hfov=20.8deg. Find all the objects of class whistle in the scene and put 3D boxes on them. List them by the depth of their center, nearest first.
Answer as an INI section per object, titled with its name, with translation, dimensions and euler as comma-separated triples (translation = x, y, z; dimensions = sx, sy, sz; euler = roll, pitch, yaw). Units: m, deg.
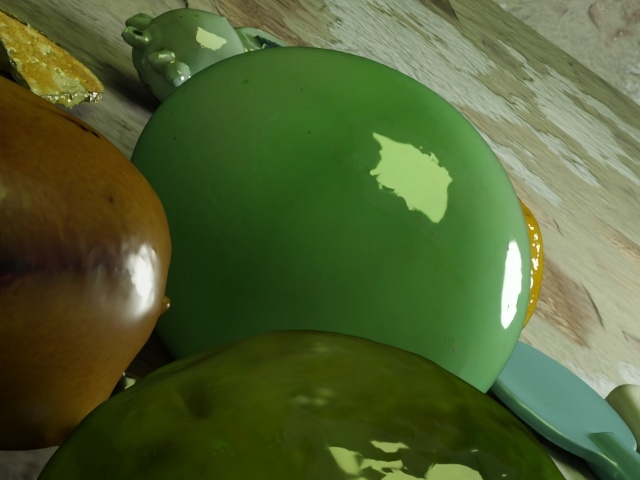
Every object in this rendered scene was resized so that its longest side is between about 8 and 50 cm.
[whistle]
translation = -0.064, -0.124, 1.420
dimensions = 0.244, 0.092, 0.110
euler = 20, 23, -40

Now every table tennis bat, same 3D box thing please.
[table tennis bat]
translation = 0.207, 0.149, 1.359
dimensions = 0.153, 0.040, 0.244
euler = 15, 25, -47

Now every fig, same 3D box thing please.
[fig]
translation = -0.036, 0.155, 0.696
dimensions = 0.233, 0.314, 0.233
euler = 10, 75, -42

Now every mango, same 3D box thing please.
[mango]
translation = -0.192, -0.005, 0.782
dimensions = 0.287, 0.152, 0.201
euler = 22, 33, -35

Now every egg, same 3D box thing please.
[egg]
translation = 0.000, 0.000, 1.020
dimensions = 0.220, 0.220, 0.269
euler = 16, 27, -50

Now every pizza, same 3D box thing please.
[pizza]
translation = -0.208, -0.122, 1.241
dimensions = 0.123, 0.026, 0.108
euler = 35, 20, -17

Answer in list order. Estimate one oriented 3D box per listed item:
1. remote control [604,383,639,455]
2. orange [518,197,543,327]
[remote control]
translation = 0.291, 0.191, 1.405
dimensions = 0.078, 0.042, 0.221
euler = 28, 20, -31
[orange]
translation = 0.098, 0.013, 1.319
dimensions = 0.159, 0.136, 0.159
euler = 35, 15, -11
